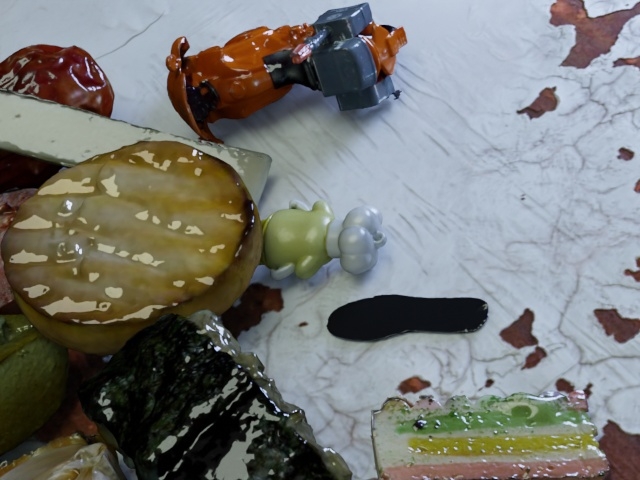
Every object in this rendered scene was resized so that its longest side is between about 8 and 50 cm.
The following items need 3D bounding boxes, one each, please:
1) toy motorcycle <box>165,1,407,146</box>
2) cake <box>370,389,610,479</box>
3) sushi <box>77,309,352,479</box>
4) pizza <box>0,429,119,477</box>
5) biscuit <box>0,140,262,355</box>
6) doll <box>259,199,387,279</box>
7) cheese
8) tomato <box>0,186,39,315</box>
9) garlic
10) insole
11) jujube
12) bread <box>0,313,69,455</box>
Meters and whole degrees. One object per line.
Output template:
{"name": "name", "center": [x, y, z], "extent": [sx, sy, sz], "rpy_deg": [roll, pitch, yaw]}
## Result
{"name": "toy motorcycle", "center": [-0.062, -0.209, 2.107], "extent": [0.326, 0.147, 0.221], "rpy_deg": [-6, 26, 30]}
{"name": "cake", "center": [0.163, 0.214, 1.676], "extent": [0.225, 0.090, 0.109], "rpy_deg": [-4, 44, -1]}
{"name": "sushi", "center": [-0.101, 0.201, 1.704], "extent": [0.171, 0.211, 0.350], "rpy_deg": [-44, 36, -5]}
{"name": "pizza", "center": [-0.329, 0.346, 1.782], "extent": [0.288, 0.074, 0.251], "rpy_deg": [-25, 44, 6]}
{"name": "biscuit", "center": [-0.210, 0.011, 1.931], "extent": [0.296, 0.102, 0.296], "rpy_deg": [-5, 46, 6]}
{"name": "doll", "center": [0.000, 0.000, 1.936], "extent": [0.163, 0.062, 0.106], "rpy_deg": [-1, 59, 28]}
{"name": "cheese", "center": [-0.261, -0.113, 2.072], "extent": [0.400, 0.034, 0.085], "rpy_deg": [14, 80, 7]}
{"name": "tomato", "center": [-0.391, 0.039, 2.084], "extent": [0.225, 0.085, 0.225], "rpy_deg": [-17, 46, 18]}
{"name": "garlic", "center": [-0.250, 0.292, 1.647], "extent": [0.178, 0.142, 0.229], "rpy_deg": [-36, 23, -7]}
{"name": "insole", "center": [0.094, 0.083, 1.853], "extent": [0.188, 0.004, 0.064], "rpy_deg": [-3, 50, 25]}
{"name": "jujube", "center": [-0.385, -0.148, 2.189], "extent": [0.250, 0.174, 0.174], "rpy_deg": [-32, 44, -9]}
{"name": "bread", "center": [-0.408, 0.176, 1.927], "extent": [0.257, 0.124, 0.186], "rpy_deg": [-34, 27, -14]}
